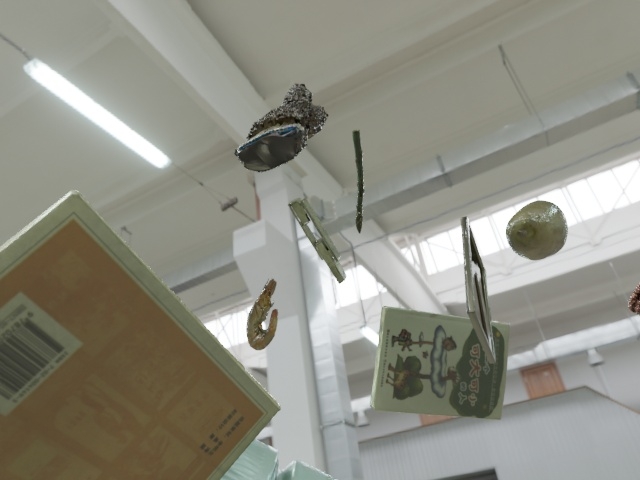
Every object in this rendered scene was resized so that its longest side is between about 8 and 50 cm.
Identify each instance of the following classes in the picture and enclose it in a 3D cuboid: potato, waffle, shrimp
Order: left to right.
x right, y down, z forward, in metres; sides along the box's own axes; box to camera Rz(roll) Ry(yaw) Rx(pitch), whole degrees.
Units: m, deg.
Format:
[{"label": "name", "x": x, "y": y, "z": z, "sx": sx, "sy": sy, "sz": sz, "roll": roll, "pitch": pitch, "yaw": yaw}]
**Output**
[{"label": "shrimp", "x": -0.122, "y": 0.162, "z": 1.107, "sx": 0.045, "sy": 0.095, "sz": 0.162, "roll": 15, "pitch": -79, "yaw": -28}, {"label": "potato", "x": 0.643, "y": -0.029, "z": 1.534, "sx": 0.251, "sy": 0.174, "sz": 0.159, "roll": -8, "pitch": -13, "yaw": -47}, {"label": "waffle", "x": 0.592, "y": 0.101, "z": 0.936, "sx": 0.083, "sy": 0.029, "sz": 0.075, "roll": 0, "pitch": -66, "yaw": -44}]

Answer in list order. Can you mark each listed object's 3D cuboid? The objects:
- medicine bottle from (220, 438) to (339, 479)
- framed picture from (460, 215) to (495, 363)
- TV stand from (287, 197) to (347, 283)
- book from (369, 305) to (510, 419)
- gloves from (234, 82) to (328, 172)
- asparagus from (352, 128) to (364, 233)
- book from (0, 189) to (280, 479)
[{"label": "medicine bottle", "x": 0.024, "y": 0.313, "z": 0.458, "sx": 0.318, "sy": 0.158, "sz": 0.158, "roll": 27, "pitch": -39, "yaw": 0}, {"label": "framed picture", "x": 0.192, "y": 0.058, "z": 0.626, "sx": 0.011, "sy": 0.149, "sz": 0.109, "roll": -13, "pitch": -48, "yaw": 24}, {"label": "TV stand", "x": 0.000, "y": 0.000, "z": 1.319, "sx": 0.042, "sy": 0.036, "sz": 0.249, "roll": -27, "pitch": -79, "yaw": 19}, {"label": "book", "x": 0.317, "y": 0.321, "z": 1.326, "sx": 0.371, "sy": 0.260, "sz": 0.043, "roll": 9, "pitch": -6, "yaw": -16}, {"label": "gloves", "x": -0.087, "y": -0.285, "z": 1.312, "sx": 0.135, "sy": 0.312, "sz": 0.210, "roll": 44, "pitch": -66, "yaw": -8}, {"label": "asparagus", "x": 0.060, "y": -0.090, "z": 0.795, "sx": 0.016, "sy": 0.016, "sz": 0.162, "roll": -11, "pitch": -69, "yaw": -22}, {"label": "book", "x": -0.139, "y": 0.110, "z": 0.325, "sx": 0.170, "sy": 0.018, "sz": 0.241, "roll": -46, "pitch": -50, "yaw": -21}]
